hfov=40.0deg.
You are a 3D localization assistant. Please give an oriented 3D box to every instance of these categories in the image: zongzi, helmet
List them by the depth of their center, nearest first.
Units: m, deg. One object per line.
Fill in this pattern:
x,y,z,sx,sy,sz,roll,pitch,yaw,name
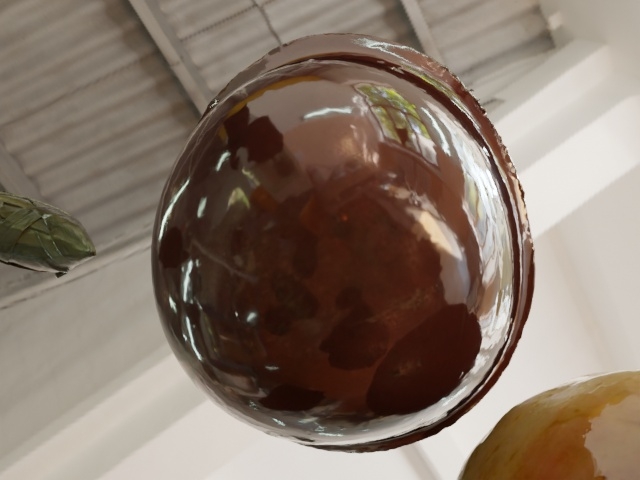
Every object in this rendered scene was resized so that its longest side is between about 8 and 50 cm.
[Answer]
-0.229,-0.008,0.666,0.109,0.119,0.055,18,-97,-21,zongzi
0.000,0.000,0.702,0.338,0.230,0.384,-2,-90,12,helmet

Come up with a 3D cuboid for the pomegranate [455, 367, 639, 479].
0.279,0.282,0.657,0.412,0.411,0.411,-10,-65,-22,pomegranate
